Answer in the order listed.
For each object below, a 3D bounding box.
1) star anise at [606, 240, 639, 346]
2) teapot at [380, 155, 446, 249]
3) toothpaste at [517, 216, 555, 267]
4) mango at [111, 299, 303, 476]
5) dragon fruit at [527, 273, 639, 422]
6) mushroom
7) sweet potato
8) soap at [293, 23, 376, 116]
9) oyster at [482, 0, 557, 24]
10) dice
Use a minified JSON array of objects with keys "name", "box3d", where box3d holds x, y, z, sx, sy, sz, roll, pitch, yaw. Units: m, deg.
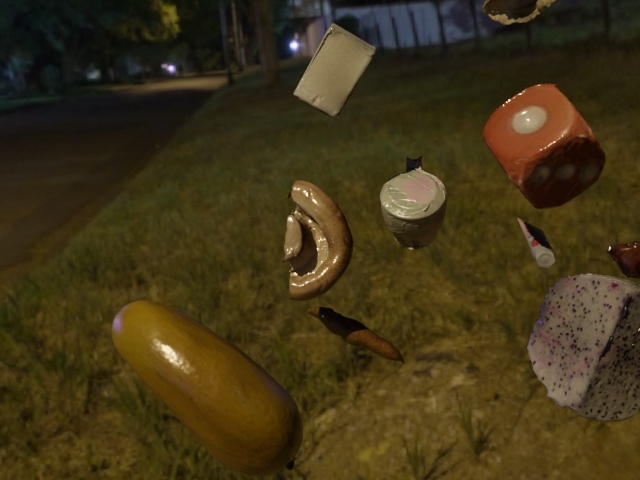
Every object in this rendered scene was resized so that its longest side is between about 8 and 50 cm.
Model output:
[{"name":"star anise","box3d":[0.519,0.076,1.213,0.140,0.144,0.158,-6,23,-31]},{"name":"teapot","box3d":[0.227,-0.087,2.022,0.163,0.178,0.222,-20,49,-8]},{"name":"toothpaste","box3d":[0.467,0.002,1.692,0.067,0.043,0.194,26,23,-7]},{"name":"mango","box3d":[-0.160,0.207,1.126,0.142,0.331,0.195,-51,6,-16]},{"name":"dragon fruit","box3d":[0.574,0.208,1.599,0.204,0.283,0.221,17,9,-30]},{"name":"mushroom","box3d":[0.000,0.000,1.842,0.151,0.286,0.156,0,-7,14]},{"name":"sweet potato","box3d":[0.092,0.235,1.966,0.273,0.067,0.067,29,17,8]},{"name":"soap","box3d":[0.032,-0.383,1.794,0.121,0.183,0.064,29,23,-6]},{"name":"oyster","box3d":[0.443,-0.555,1.539,0.166,0.341,0.110,34,54,16]},{"name":"dice","box3d":[0.431,-0.178,1.527,0.174,0.179,0.175,-34,46,12]}]
